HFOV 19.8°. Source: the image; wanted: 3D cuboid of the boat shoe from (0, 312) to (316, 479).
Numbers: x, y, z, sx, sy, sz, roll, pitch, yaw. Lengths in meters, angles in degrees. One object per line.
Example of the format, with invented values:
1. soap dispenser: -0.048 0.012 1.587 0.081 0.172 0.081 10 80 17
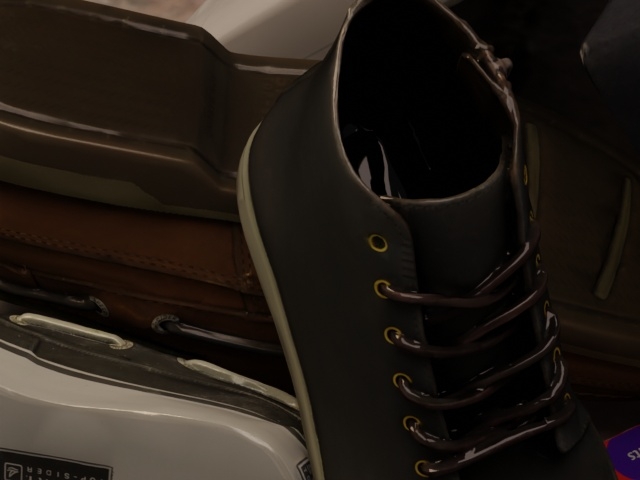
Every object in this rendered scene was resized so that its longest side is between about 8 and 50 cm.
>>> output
1. boat shoe: -0.099 0.065 0.632 0.219 0.078 0.070 15 16 12

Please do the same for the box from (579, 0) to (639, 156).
1. box: 0.413 -0.143 0.543 0.297 0.471 0.480 52 51 -20

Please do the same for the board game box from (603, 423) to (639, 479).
1. board game box: 0.106 0.162 0.577 0.146 0.045 0.193 -23 55 -21

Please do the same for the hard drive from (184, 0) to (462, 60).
1. hard drive: 0.100 -0.172 0.690 0.047 0.353 0.233 48 53 -15

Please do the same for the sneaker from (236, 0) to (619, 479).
1. sneaker: 0.039 0.042 0.530 0.083 0.118 0.222 -23 79 -16

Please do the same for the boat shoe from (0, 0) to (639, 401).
1. boat shoe: 0.000 0.000 0.671 0.307 0.104 0.111 19 41 -3
